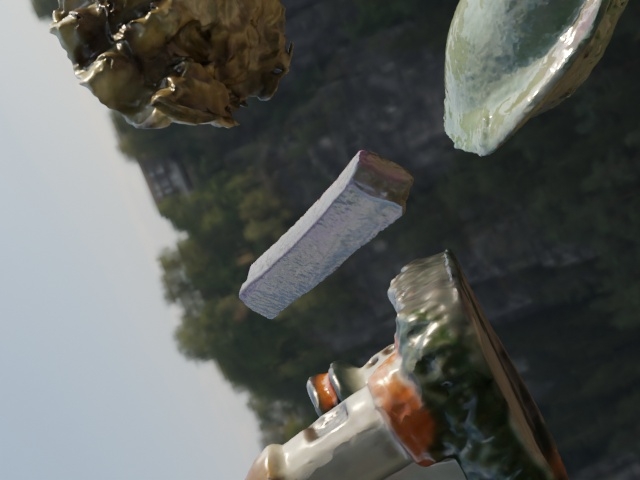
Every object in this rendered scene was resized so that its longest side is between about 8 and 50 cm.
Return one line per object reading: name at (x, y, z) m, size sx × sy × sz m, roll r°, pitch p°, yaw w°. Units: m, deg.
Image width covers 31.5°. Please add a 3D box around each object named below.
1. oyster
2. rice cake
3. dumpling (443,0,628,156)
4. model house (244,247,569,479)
oyster at (-0.126, -0.238, 1.134) m, size 0.238 × 0.351 × 0.115 m, roll 37°, pitch 146°, yaw 2°
rice cake at (0.000, 0.000, 1.279) m, size 0.365 × 0.073 × 0.056 m, roll -45°, pitch 23°, yaw 56°
dumpling at (0.156, -0.135, 0.816) m, size 0.217 × 0.105 × 0.149 m, roll -38°, pitch 56°, yaw 53°
model house at (0.023, 0.168, 0.842) m, size 0.190 × 0.301 × 0.271 m, roll 55°, pitch -172°, yaw -5°
